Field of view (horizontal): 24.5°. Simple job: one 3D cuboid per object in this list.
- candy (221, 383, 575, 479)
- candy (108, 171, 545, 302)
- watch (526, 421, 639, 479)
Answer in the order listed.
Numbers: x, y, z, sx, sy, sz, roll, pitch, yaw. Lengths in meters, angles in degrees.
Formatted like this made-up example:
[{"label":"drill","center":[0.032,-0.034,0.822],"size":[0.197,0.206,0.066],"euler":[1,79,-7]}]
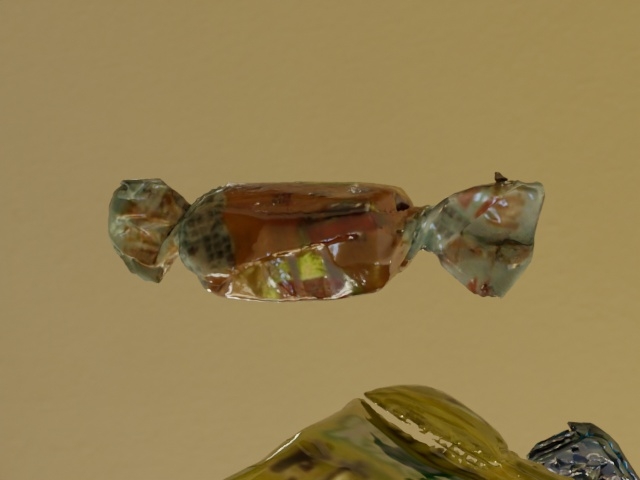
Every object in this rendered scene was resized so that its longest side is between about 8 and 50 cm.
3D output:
[{"label":"candy","center":[0.015,0.144,0.534],"size":[0.297,0.187,0.081],"euler":[-27,138,-46]},{"label":"candy","center":[0.000,0.000,0.599],"size":[0.046,0.182,0.053],"euler":[-70,157,-67]},{"label":"watch","center":[0.172,0.286,0.796],"size":[0.274,0.068,0.276],"euler":[53,41,-20]}]
